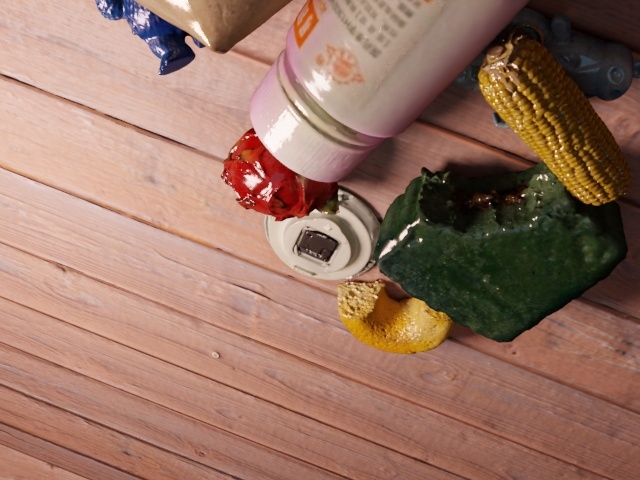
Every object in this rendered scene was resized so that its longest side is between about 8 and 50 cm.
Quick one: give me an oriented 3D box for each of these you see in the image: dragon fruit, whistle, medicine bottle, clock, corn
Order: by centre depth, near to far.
[{"bbox_3d":[0.315,-0.154,0.888,0.106,0.106,0.293,-28,124,35],"label":"corn"},{"bbox_3d":[0.079,-0.266,0.900,0.219,0.219,0.388,35,133,-11],"label":"medicine bottle"},{"bbox_3d":[0.307,-0.238,0.927,0.269,0.093,0.180,3,135,19],"label":"whistle"},{"bbox_3d":[-0.061,-0.114,1.112,0.209,0.172,0.172,11,133,-4],"label":"dragon fruit"},{"bbox_3d":[0.000,0.000,1.269,0.236,0.053,0.236,11,132,12],"label":"clock"}]

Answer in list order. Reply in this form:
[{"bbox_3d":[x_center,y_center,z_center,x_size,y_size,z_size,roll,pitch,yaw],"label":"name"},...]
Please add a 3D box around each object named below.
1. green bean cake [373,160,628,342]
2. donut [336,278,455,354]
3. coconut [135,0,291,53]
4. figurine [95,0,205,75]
[{"bbox_3d":[0.283,-0.013,1.082,0.300,0.169,0.308,34,131,-13],"label":"green bean cake"},{"bbox_3d":[0.164,0.159,1.327,0.259,0.101,0.152,-3,134,17],"label":"donut"},{"bbox_3d":[-0.127,-0.381,0.802,0.328,0.329,0.329,10,132,11],"label":"coconut"},{"bbox_3d":[-0.254,-0.382,0.993,0.164,0.121,0.262,-22,99,4],"label":"figurine"}]
